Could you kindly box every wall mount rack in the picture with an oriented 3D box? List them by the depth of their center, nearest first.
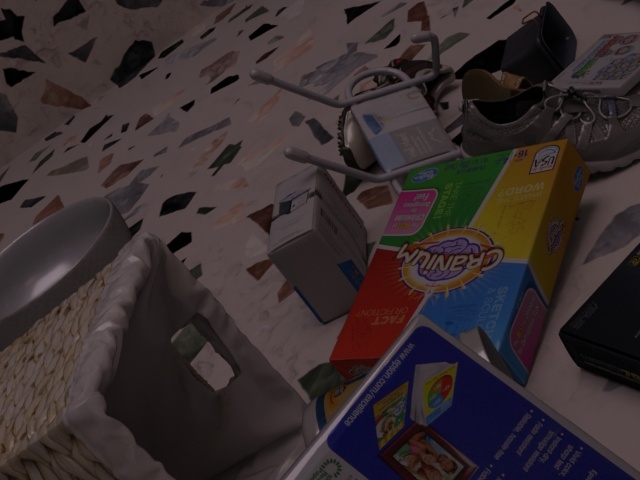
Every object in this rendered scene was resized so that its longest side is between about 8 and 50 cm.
[{"bbox_3d":[0.073,-0.191,1.539,0.304,0.130,0.350,-17,44,-6],"label":"wall mount rack"}]

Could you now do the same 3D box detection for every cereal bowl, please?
[{"bbox_3d":[-0.471,0.081,1.841,0.339,0.141,0.339,-27,28,16],"label":"cereal bowl"}]

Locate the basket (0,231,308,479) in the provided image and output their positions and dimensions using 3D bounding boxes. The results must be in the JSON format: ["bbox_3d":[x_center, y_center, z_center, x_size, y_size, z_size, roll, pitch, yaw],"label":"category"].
[{"bbox_3d":[-0.190,0.233,1.040,0.266,0.328,0.331,-33,22,17],"label":"basket"}]

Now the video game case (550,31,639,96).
[{"bbox_3d":[0.425,-0.258,1.487,0.157,0.019,0.143,-41,27,-24],"label":"video game case"}]

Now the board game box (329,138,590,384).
[{"bbox_3d":[0.170,0.029,1.233,0.242,0.064,0.317,-9,44,41],"label":"board game box"}]

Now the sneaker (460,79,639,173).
[{"bbox_3d":[0.314,-0.153,1.312,0.281,0.115,0.105,-10,36,10],"label":"sneaker"}]

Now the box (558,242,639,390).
[{"bbox_3d":[0.377,0.053,1.006,0.232,0.059,0.183,-44,29,-16],"label":"box"}]

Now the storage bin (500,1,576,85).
[{"bbox_3d":[0.334,-0.301,1.606,0.091,0.098,0.135,-30,25,34],"label":"storage bin"}]

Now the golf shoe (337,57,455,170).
[{"bbox_3d":[0.121,-0.218,1.698,0.120,0.105,0.273,1,44,39],"label":"golf shoe"}]

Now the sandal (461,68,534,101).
[{"bbox_3d":[0.294,-0.206,1.528,0.079,0.088,0.240,-5,17,-15],"label":"sandal"}]

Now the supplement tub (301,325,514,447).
[{"bbox_3d":[0.098,0.184,1.017,0.199,0.144,0.144,-29,27,11],"label":"supplement tub"}]

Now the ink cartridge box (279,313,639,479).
[{"bbox_3d":[0.111,0.263,0.843,0.303,0.307,0.072,-47,-16,-22],"label":"ink cartridge box"}]

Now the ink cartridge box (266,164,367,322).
[{"bbox_3d":[0.000,0.000,1.434,0.082,0.140,0.191,-28,27,17],"label":"ink cartridge box"}]
